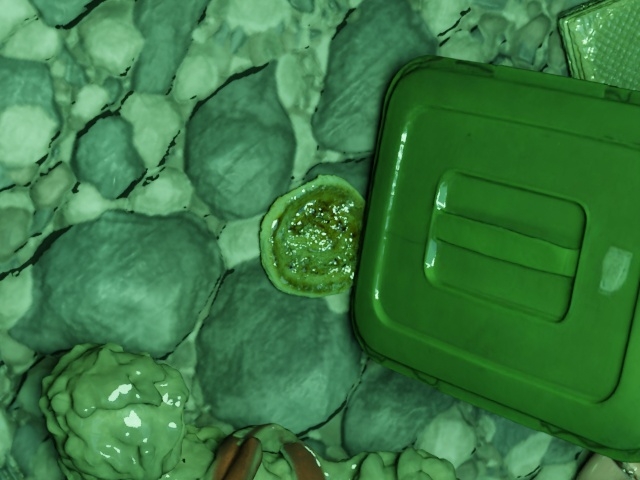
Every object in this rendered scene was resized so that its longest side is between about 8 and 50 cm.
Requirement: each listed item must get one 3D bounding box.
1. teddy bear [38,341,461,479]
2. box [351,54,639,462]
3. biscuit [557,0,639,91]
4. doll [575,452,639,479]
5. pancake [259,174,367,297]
[{"bbox_3d":[-0.088,0.297,1.017,0.357,0.224,0.367,24,59,-19],"label":"teddy bear"},{"bbox_3d":[0.195,0.008,1.066,0.178,0.328,0.253,5,100,-40],"label":"box"},{"bbox_3d":[0.307,-0.172,1.228,0.199,0.040,0.121,-24,112,-18],"label":"biscuit"},{"bbox_3d":[0.226,0.344,1.248,0.284,0.216,0.268,38,110,-9],"label":"doll"},{"bbox_3d":[-0.001,0.000,1.146,0.108,0.017,0.108,-4,99,-23],"label":"pancake"}]
